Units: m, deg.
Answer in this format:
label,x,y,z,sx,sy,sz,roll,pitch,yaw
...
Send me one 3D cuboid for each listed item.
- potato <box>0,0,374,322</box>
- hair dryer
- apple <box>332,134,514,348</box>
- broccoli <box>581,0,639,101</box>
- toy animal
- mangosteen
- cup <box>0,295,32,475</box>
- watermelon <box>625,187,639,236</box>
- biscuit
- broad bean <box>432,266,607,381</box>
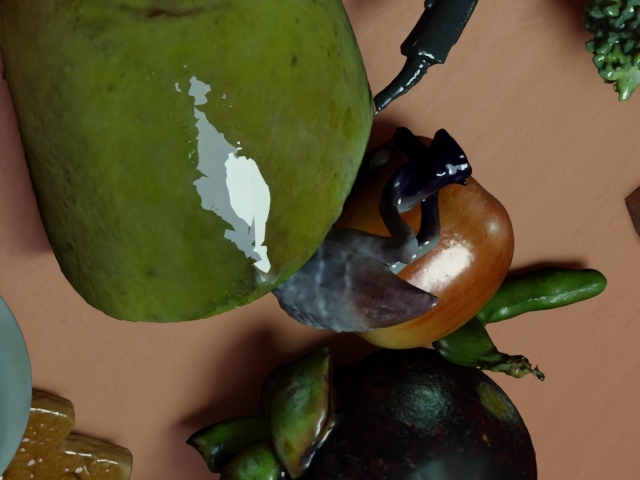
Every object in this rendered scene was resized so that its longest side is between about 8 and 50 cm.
label,x,y,z,sx,sy,sz,roll,pitch,yaw
potato,-0.110,-0.119,1.293,0.330,0.213,0.280,-32,126,-5
hair dryer,0.089,-0.236,1.359,0.235,0.091,0.272,21,85,-27
apple,0.078,0.007,1.495,0.199,0.199,0.199,-13,125,-20
broccoli,0.442,-0.200,1.500,0.338,0.277,0.317,-39,149,10
toy animal,-0.010,0.020,1.375,0.324,0.195,0.090,-22,133,14
mangosteen,0.062,0.241,1.576,0.311,0.311,0.311,-13,125,-20
cup,-0.405,0.168,1.319,0.347,0.163,0.347,-7,118,-13
watermelon,0.366,-0.030,1.701,0.092,0.072,0.084,-48,128,-44
biscuit,-0.329,0.212,1.497,0.284,0.043,0.306,-25,125,-8
broad bean,0.188,0.076,1.599,0.292,0.144,0.049,-35,131,-62
